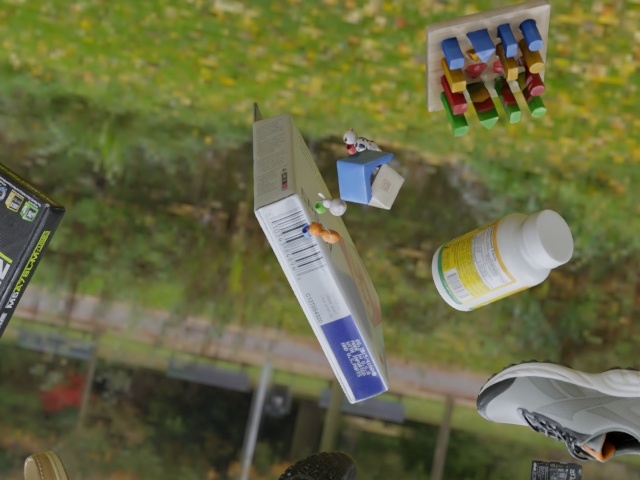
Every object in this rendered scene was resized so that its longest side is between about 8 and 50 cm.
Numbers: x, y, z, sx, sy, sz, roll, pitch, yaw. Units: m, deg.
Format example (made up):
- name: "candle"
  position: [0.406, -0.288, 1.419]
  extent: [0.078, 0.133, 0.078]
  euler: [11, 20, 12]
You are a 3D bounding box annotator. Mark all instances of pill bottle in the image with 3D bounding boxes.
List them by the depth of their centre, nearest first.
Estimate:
- name: "pill bottle"
  position: [0.284, 0.026, 2.373]
  extent: [0.117, 0.118, 0.208]
  euler: [17, 150, -39]

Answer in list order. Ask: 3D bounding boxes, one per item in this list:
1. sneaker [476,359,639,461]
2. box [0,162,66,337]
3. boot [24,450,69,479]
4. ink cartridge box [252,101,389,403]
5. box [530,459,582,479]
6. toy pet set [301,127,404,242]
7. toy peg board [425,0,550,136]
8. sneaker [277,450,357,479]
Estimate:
- name: "sneaker"
  position: [0.307, 0.213, 1.862]
  extent: [0.271, 0.108, 0.100]
  euler: [-1, 147, 36]
- name: "box"
  position: [-0.419, -0.007, 1.829]
  extent: [0.190, 0.184, 0.045]
  euler: [34, -171, 22]
- name: "boot"
  position: [-0.397, 0.376, 1.812]
  extent: [0.203, 0.262, 0.095]
  euler: [4, 158, -22]
- name: "ink cartridge box"
  position: [0.000, 0.000, 2.079]
  extent: [0.071, 0.324, 0.330]
  euler: [-21, -151, 10]
- name: "box"
  position: [0.312, 0.337, 2.040]
  extent: [0.067, 0.083, 0.018]
  euler: [-1, 165, 29]
- name: "toy pet set"
  position: [0.024, -0.063, 1.634]
  extent: [0.114, 0.122, 0.065]
  euler: [13, 163, 49]
- name: "toy peg board"
  position: [0.223, -0.214, 1.968]
  extent: [0.161, 0.079, 0.161]
  euler: [-14, 147, -6]
- name: "sneaker"
  position: [-0.030, 0.463, 2.490]
  extent: [0.130, 0.286, 0.109]
  euler: [31, -168, -42]
